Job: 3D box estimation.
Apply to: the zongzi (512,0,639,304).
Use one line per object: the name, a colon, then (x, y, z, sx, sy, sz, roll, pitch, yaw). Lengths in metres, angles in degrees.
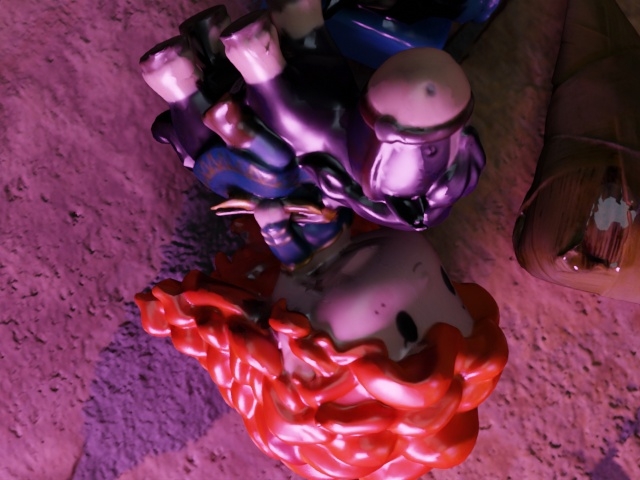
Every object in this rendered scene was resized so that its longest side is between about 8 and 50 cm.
zongzi: (0.325, -0.083, 1.644, 0.274, 0.145, 0.300, 12, 75, -10)

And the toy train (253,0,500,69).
toy train: (0.071, -0.294, 1.567, 0.188, 0.265, 0.300, 21, 79, -14)

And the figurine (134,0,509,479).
figurine: (0.005, -0.009, 1.502, 0.306, 0.241, 0.411, 7, 120, 12)
